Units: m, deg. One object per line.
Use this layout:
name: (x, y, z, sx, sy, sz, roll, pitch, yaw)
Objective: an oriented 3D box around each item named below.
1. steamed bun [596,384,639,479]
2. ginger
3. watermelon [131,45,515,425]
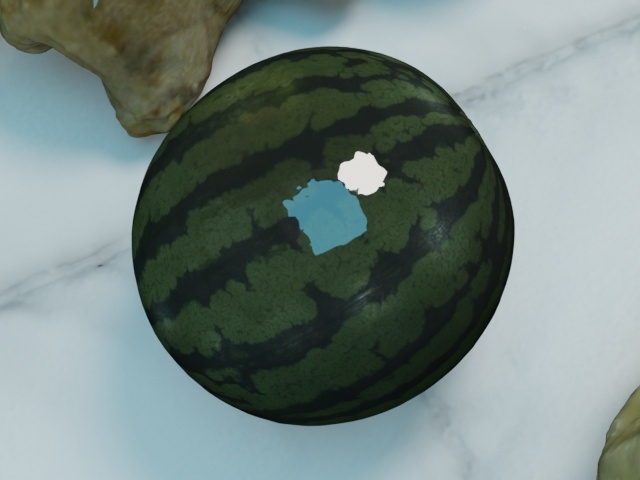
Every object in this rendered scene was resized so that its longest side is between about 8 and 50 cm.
steamed bun: (0.339, 0.122, 0.537, 0.372, 0.230, 0.325, 24, 83, 8)
ginger: (-0.079, -0.198, 0.705, 0.221, 0.130, 0.276, 18, 89, -12)
watermelon: (0.000, 0.000, 0.607, 0.212, 0.212, 0.212, -1, 76, 5)
